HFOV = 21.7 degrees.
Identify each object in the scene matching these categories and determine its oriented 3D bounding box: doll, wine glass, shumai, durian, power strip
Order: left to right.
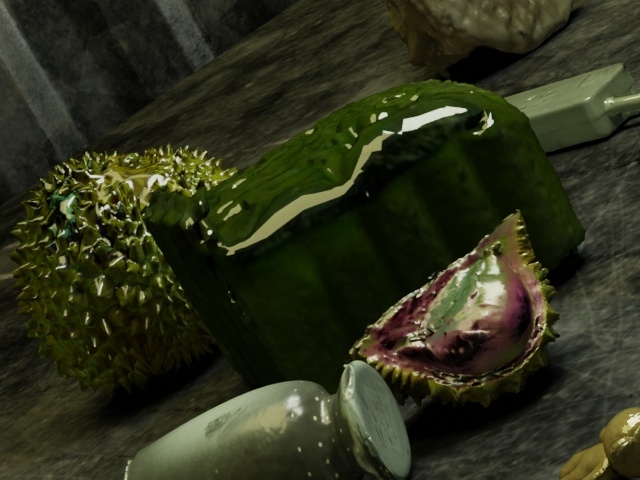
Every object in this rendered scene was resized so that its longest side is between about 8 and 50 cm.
[{"bbox_3d":[-0.206,0.019,1.766,0.291,0.224,0.291,-21,47,25],"label":"durian"},{"bbox_3d":[-0.038,0.166,1.243,0.204,0.111,0.111,-23,16,20],"label":"wine glass"},{"bbox_3d":[0.164,-0.370,2.312,0.314,0.267,0.262,10,-13,-34],"label":"shumai"},{"bbox_3d":[0.122,0.089,1.289,0.186,0.119,0.108,-39,54,-9],"label":"durian"},{"bbox_3d":[0.253,-0.133,1.813,0.288,0.053,0.093,-15,20,47],"label":"power strip"},{"bbox_3d":[0.180,0.135,1.059,0.093,0.051,0.061,-18,25,40],"label":"doll"}]

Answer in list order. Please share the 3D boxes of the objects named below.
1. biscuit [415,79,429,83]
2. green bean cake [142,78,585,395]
[{"bbox_3d":[0.107,-0.148,2.153,0.154,0.045,0.299,-26,15,7],"label":"biscuit"},{"bbox_3d":[0.033,-0.019,1.530,0.319,0.218,0.335,-33,17,-15],"label":"green bean cake"}]
